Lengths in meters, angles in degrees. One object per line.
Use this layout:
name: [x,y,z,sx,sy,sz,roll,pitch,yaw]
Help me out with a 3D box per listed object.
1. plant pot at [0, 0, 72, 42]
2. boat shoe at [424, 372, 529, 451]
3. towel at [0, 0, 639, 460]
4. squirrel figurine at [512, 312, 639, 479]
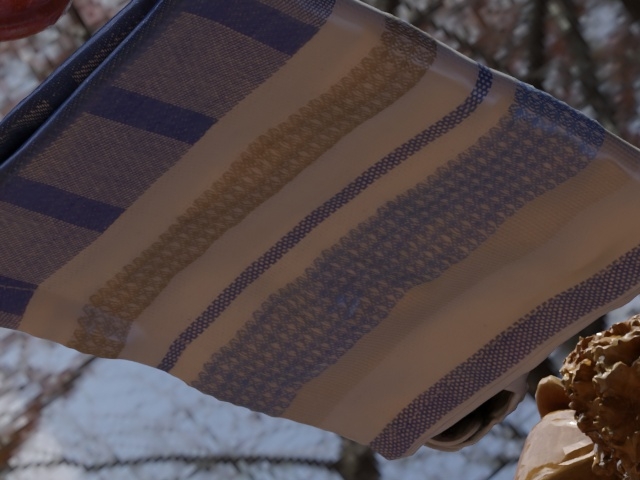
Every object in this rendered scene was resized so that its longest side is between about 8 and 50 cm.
plant pot: [-0.196,-0.285,0.962,0.272,0.272,0.265,42,-60,19]
boat shoe: [0.088,0.104,1.351,0.096,0.088,0.267,19,-23,-13]
towel: [0.000,0.000,0.767,0.209,0.285,0.034,-39,-134,30]
squirrel figurine: [0.308,0.153,1.453,0.370,0.281,0.397,1,-42,27]
